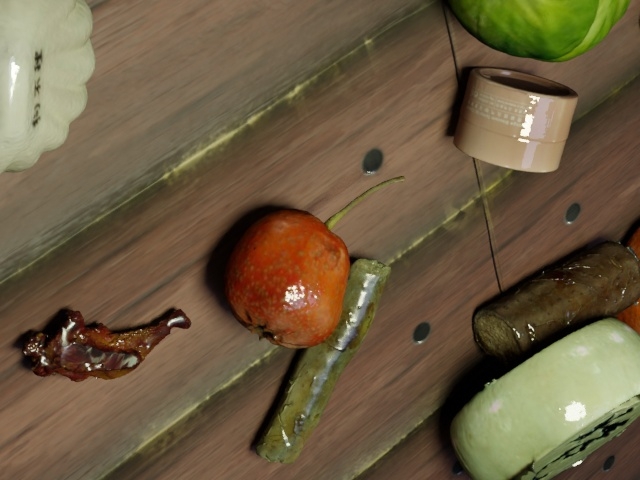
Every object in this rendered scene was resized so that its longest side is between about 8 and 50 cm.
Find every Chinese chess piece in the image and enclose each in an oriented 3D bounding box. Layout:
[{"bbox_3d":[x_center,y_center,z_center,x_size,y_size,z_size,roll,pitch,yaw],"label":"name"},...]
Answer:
[{"bbox_3d":[0.374,0.270,1.744,0.349,0.146,0.349,-28,158,-13],"label":"Chinese chess piece"}]

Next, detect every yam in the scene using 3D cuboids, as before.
[{"bbox_3d":[0.384,0.106,1.770,0.279,0.131,0.131,-26,128,-25],"label":"yam"},{"bbox_3d":[0.005,0.166,1.521,0.317,0.067,0.071,-63,165,6],"label":"yam"}]

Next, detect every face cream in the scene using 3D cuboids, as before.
[{"bbox_3d":[0.262,-0.164,1.492,0.149,0.149,0.104,-4,115,-39],"label":"face cream"}]

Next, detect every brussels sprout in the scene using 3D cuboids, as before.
[{"bbox_3d":[0.258,-0.338,1.337,0.210,0.219,0.271,-52,152,-9],"label":"brussels sprout"}]

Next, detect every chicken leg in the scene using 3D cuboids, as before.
[{"bbox_3d":[-0.248,0.123,1.294,0.219,0.048,0.089,3,114,-41],"label":"chicken leg"}]

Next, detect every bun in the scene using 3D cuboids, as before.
[{"bbox_3d":[-0.305,-0.156,1.001,0.263,0.175,0.263,-21,128,-30],"label":"bun"}]

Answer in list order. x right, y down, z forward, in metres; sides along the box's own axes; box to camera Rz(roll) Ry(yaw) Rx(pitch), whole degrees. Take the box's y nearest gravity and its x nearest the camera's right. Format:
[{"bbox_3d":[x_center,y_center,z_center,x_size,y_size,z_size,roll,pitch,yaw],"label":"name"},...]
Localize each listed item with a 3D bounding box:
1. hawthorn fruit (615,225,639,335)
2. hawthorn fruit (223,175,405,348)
[{"bbox_3d":[0.605,0.040,1.871,0.211,0.211,0.299,0,102,-40],"label":"hawthorn fruit"},{"bbox_3d":[0.000,0.000,1.372,0.285,0.165,0.165,-51,136,-13],"label":"hawthorn fruit"}]
